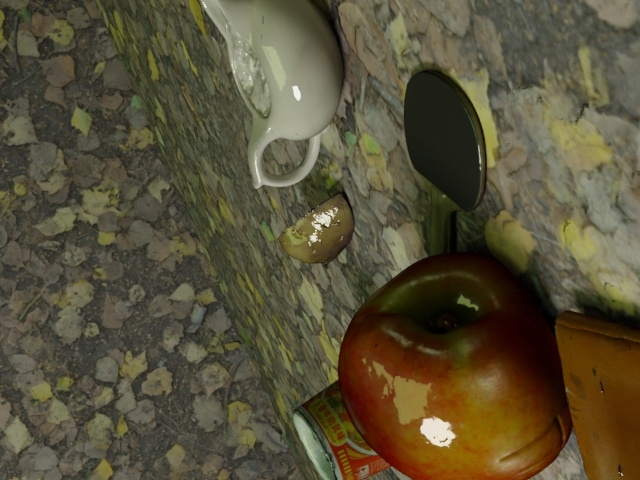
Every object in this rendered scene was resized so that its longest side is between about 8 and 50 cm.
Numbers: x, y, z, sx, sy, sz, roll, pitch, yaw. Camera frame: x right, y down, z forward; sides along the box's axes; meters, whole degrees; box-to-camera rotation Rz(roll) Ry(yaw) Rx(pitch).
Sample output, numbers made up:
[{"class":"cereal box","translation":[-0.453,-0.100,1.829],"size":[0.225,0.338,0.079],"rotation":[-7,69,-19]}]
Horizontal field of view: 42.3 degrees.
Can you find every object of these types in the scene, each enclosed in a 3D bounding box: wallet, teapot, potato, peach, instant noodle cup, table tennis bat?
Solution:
[{"class":"wallet","translation":[0.290,0.161,0.742],"size":[0.161,0.042,0.195],"rotation":[12,124,64]},{"class":"teapot","translation":[-0.058,-0.211,1.082],"size":[0.208,0.166,0.299],"rotation":[22,126,50]},{"class":"potato","translation":[0.000,0.000,1.299],"size":[0.089,0.101,0.172],"rotation":[59,160,3]},{"class":"peach","translation":[0.148,0.163,0.933],"size":[0.248,0.245,0.274],"rotation":[-91,-20,-51]},{"class":"instant noodle cup","translation":[0.081,0.254,1.197],"size":[0.193,0.212,0.193],"rotation":[54,160,31]},{"class":"table tennis bat","translation":[0.134,-0.073,0.913],"size":[0.138,0.022,0.246],"rotation":[49,156,43]}]
